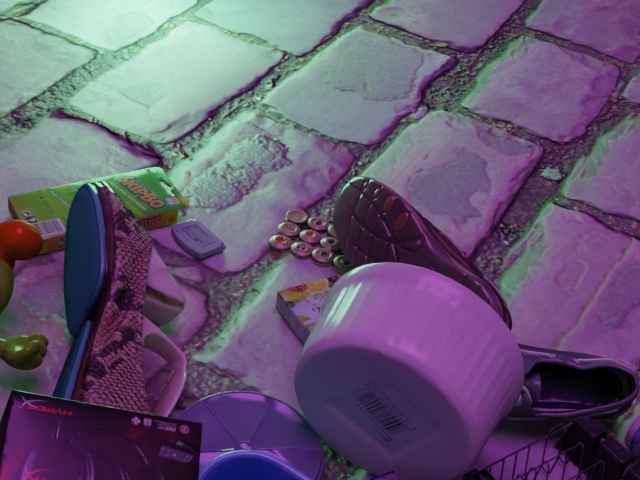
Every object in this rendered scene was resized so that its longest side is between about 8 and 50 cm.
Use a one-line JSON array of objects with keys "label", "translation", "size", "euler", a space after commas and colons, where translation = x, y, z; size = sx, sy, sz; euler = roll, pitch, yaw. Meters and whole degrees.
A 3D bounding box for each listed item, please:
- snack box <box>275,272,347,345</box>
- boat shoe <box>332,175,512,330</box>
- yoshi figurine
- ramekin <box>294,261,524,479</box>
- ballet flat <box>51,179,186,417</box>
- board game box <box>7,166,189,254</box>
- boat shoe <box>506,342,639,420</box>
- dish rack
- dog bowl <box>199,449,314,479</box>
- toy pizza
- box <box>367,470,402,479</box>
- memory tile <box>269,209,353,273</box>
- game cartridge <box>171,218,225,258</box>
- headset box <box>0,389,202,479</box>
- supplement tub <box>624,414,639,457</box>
[{"label": "snack box", "translation": [0.019, 0.100, 1.707], "size": [0.141, 0.037, 0.100], "euler": [-14, 44, -28]}, {"label": "boat shoe", "translation": [0.151, 0.043, 1.750], "size": [0.355, 0.132, 0.130], "euler": [50, 15, 30]}, {"label": "yoshi figurine", "translation": [-0.443, 0.109, 1.429], "size": [0.203, 0.203, 0.362], "euler": [14, 59, -6]}, {"label": "ramekin", "translation": [0.101, 0.175, 1.441], "size": [0.277, 0.277, 0.135], "euler": [21, 46, 15]}, {"label": "ballet flat", "translation": [-0.265, 0.123, 1.548], "size": [0.182, 0.164, 0.483], "euler": [20, 38, -23]}, {"label": "board game box", "translation": [-0.348, -0.051, 1.832], "size": [0.259, 0.039, 0.124], "euler": [-16, 44, -26]}, {"label": "boat shoe", "translation": [0.275, 0.186, 1.563], "size": [0.319, 0.099, 0.116], "euler": [7, 76, -6]}, {"label": "dish rack", "translation": [0.303, 0.334, 1.436], "size": [0.271, 0.074, 0.208], "euler": [-19, 44, -30]}, {"label": "dog bowl", "translation": [-0.031, 0.347, 1.313], "size": [0.297, 0.074, 0.166], "euler": [30, 48, 17]}, {"label": "toy pizza", "translation": [-0.096, 0.272, 1.457], "size": [0.201, 0.032, 0.201], "euler": [6, 42, -6]}, {"label": "box", "translation": [0.109, 0.356, 1.370], "size": [0.054, 0.059, 0.169], "euler": [-16, 43, -28]}, {"label": "memory tile", "translation": [0.000, 0.000, 1.857], "size": [0.148, 0.012, 0.113], "euler": [18, 37, 12]}, {"label": "game cartridge", "translation": [-0.195, -0.002, 1.815], "size": [0.056, 0.017, 0.083], "euler": [-19, 45, -37]}, {"label": "headset box", "translation": [-0.248, 0.325, 1.215], "size": [0.218, 0.110, 0.293], "euler": [13, 51, -16]}, {"label": "supplement tub", "translation": [0.467, 0.278, 1.542], "size": [0.071, 0.071, 0.107], "euler": [-23, 46, -35]}]
